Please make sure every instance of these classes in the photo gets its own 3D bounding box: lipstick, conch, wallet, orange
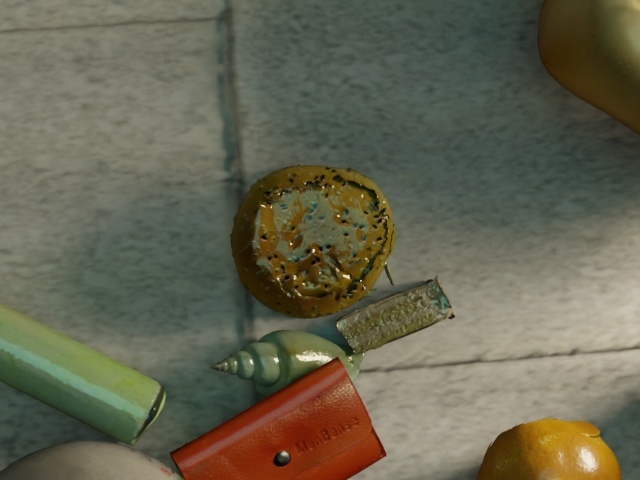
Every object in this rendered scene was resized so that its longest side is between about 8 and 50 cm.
[{"bbox_3d":[-0.307,0.118,1.918,0.304,0.076,0.076,26,84,-5],"label":"lipstick"},{"bbox_3d":[-0.033,0.138,1.952,0.180,0.065,0.088,1,85,-23],"label":"conch"},{"bbox_3d":[-0.040,0.225,1.935,0.204,0.045,0.142,-30,121,-7],"label":"wallet"},{"bbox_3d":[0.236,0.253,1.945,0.155,0.154,0.134,-21,48,-7],"label":"orange"}]

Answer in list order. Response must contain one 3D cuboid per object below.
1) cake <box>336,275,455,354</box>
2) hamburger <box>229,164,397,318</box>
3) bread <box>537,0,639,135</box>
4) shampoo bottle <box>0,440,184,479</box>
[{"bbox_3d":[0.080,0.083,1.978,0.121,0.065,0.052,-23,90,2],"label":"cake"},{"bbox_3d":[0.000,0.000,1.941,0.185,0.113,0.177,30,83,-4],"label":"hamburger"},{"bbox_3d":[0.429,-0.225,1.933,0.376,0.253,0.348,31,77,-7],"label":"bread"},{"bbox_3d":[-0.228,0.332,1.818,0.273,0.266,0.273,0,91,-3],"label":"shampoo bottle"}]
